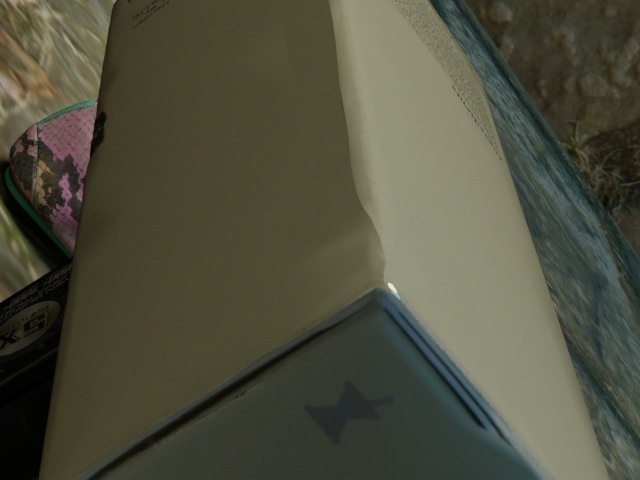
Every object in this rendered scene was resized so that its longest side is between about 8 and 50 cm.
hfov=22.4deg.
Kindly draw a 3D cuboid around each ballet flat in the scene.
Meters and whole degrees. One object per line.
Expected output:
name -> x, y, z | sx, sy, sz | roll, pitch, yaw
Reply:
ballet flat -> -0.063, 0.026, 0.788 | 0.221, 0.079, 0.077 | 55, 15, -14

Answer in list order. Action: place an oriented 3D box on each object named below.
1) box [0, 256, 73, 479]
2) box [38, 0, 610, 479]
box -> -0.067, 0.113, 0.481 | 0.180, 0.147, 0.077 | 54, 16, -18
box -> 0.000, 0.000, 0.450 | 0.113, 0.094, 0.275 | 51, 17, -25
